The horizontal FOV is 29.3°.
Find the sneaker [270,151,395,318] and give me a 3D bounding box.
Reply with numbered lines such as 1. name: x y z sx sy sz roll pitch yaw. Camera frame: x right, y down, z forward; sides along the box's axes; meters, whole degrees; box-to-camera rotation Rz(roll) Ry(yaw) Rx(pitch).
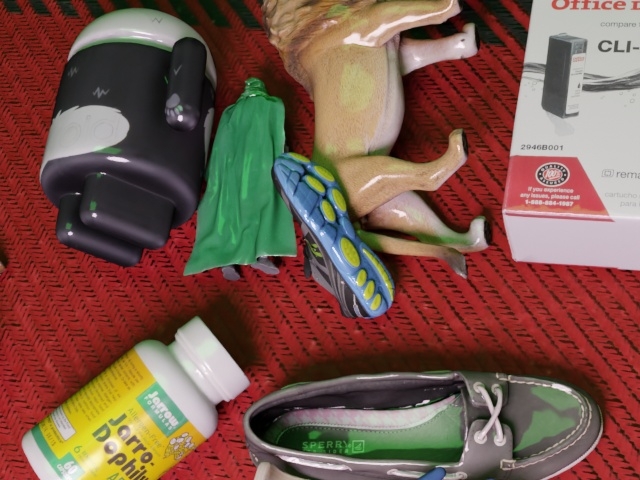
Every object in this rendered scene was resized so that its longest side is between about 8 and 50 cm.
1. sneaker: 0.000 0.000 1.221 0.078 0.188 0.067 -24 10 44

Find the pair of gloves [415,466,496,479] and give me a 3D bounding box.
1. pair of gloves: 0.105 0.283 1.011 0.159 0.023 0.198 -14 55 -10

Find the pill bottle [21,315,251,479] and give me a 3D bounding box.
1. pill bottle: -0.175 0.172 1.194 0.208 0.117 0.117 -38 60 -7

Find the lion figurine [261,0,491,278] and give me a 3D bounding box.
1. lion figurine: 0.045 -0.133 1.286 0.240 0.142 0.392 -7 65 20

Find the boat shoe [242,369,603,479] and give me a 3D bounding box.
1. boat shoe: 0.089 0.176 1.130 0.335 0.095 0.112 -7 62 13

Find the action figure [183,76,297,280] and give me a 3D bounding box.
1. action figure: -0.075 -0.075 1.323 0.137 0.063 0.232 -7 65 23

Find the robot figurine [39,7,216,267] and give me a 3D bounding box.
1. robot figurine: -0.201 -0.115 1.316 0.209 0.174 0.278 -3 61 16

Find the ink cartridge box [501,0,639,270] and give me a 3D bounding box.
1. ink cartridge box: 0.299 -0.116 1.216 0.196 0.114 0.273 4 63 18

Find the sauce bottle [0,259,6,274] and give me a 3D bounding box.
1. sauce bottle: -0.410 0.058 1.363 0.128 0.042 0.042 -41 60 -10

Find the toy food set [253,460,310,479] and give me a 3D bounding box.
1. toy food set: 0.071 0.319 1.041 0.306 0.092 0.220 9 66 8
